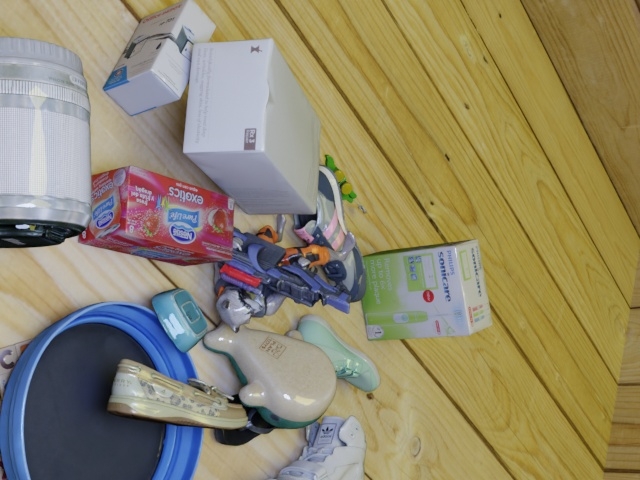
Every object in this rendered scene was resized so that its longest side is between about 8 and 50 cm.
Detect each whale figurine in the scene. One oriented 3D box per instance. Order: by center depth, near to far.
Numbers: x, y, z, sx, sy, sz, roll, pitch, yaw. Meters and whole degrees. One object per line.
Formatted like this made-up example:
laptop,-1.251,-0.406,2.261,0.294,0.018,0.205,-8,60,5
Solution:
whale figurine,-0.103,0.256,1.727,0.272,0.141,0.216,32,42,5

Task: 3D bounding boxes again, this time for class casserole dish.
casserole dish,-0.244,0.135,1.581,0.114,0.037,0.188,59,4,0

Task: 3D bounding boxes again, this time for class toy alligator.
toy alligator,0.046,-0.118,2.081,0.051,0.056,0.190,-37,122,-3

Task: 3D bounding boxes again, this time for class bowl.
bowl,-0.348,0.296,1.451,0.391,0.077,0.391,18,68,-53

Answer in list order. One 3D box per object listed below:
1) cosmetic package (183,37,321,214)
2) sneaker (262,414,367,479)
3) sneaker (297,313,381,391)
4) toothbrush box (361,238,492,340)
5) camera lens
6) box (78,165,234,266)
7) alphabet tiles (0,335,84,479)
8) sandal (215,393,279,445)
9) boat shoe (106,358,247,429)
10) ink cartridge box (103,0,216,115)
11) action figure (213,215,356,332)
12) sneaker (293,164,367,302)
cosmetic package,-0.115,-0.198,1.683,0.385,0.156,0.217,49,42,-68
sneaker,-0.018,0.459,1.820,0.366,0.137,0.210,25,63,-53
sneaker,0.025,0.292,1.934,0.256,0.094,0.151,43,45,-26
toothbrush box,0.239,0.119,2.091,0.122,0.283,0.206,-13,95,-53
camera lens,-0.447,-0.133,1.301,0.219,0.219,0.274,7,78,-52
box,-0.282,-0.036,1.571,0.257,0.128,0.123,17,70,-50
alphabet tiles,-0.457,0.257,1.388,0.237,0.009,0.198,-16,96,-52
sandal,-0.113,0.346,1.778,0.254,0.054,0.097,-3,86,-53
boat shoe,-0.224,0.262,1.479,0.285,0.104,0.089,24,66,-50
ink cartridge box,-0.289,-0.331,1.610,0.082,0.139,0.191,44,51,-36
action figure,-0.068,0.080,1.741,0.330,0.341,0.179,-36,146,-44
sneaker,0.000,0.000,1.960,0.131,0.112,0.319,-24,96,-46
